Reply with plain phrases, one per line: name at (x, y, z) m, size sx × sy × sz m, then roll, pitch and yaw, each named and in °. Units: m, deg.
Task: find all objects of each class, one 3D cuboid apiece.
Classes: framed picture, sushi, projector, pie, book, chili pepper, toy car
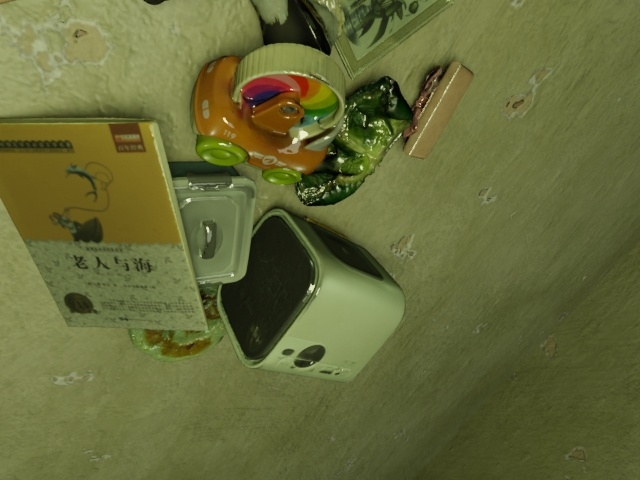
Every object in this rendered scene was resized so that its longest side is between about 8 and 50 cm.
framed picture at (0.110, -0.403, 0.712) m, size 0.231 × 0.010 × 0.173 m, roll -37°, pitch 135°, yaw 2°
sushi at (-0.047, -0.374, 0.588) m, size 0.109 × 0.134 × 0.272 m, roll -40°, pitch 119°, yaw -21°
projector at (-0.023, 0.114, 0.858) m, size 0.249 × 0.248 × 0.248 m, roll 24°, pitch 108°, yaw -42°
pie at (-0.287, 0.166, 0.920) m, size 0.241 × 0.054 × 0.240 m, roll -17°, pitch 131°, yaw -20°
book at (-0.335, 0.000, 0.671) m, size 0.269 × 0.032 × 0.388 m, roll 0°, pitch 125°, yaw 6°
chili pepper at (0.047, -0.180, 0.804) m, size 0.264 × 0.116 × 0.148 m, roll -49°, pitch 145°, yaw 14°
toy car at (-0.053, -0.190, 0.625) m, size 0.235 × 0.145 × 0.235 m, roll 3°, pitch 165°, yaw 1°

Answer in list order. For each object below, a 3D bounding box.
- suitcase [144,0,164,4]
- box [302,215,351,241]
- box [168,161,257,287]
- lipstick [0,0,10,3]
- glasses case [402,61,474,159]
suitcase at (-0.167, -0.405, 0.434) m, size 0.206 × 0.066 × 0.285 m, roll 4°, pitch 140°, yaw 24°
box at (0.000, 0.000, 0.973) m, size 0.149 × 0.020 × 0.073 m, roll 27°, pitch 109°, yaw -41°
box at (-0.208, -0.028, 0.752) m, size 0.162 × 0.130 × 0.227 m, roll -6°, pitch 129°, yaw -27°
lipstick at (-0.363, -0.299, 0.517) m, size 0.094 × 0.019 × 0.019 m, roll -22°, pitch 134°, yaw -12°
glasses case at (0.202, -0.256, 0.833) m, size 0.102 × 0.070 × 0.193 m, roll -5°, pitch 128°, yaw -52°
